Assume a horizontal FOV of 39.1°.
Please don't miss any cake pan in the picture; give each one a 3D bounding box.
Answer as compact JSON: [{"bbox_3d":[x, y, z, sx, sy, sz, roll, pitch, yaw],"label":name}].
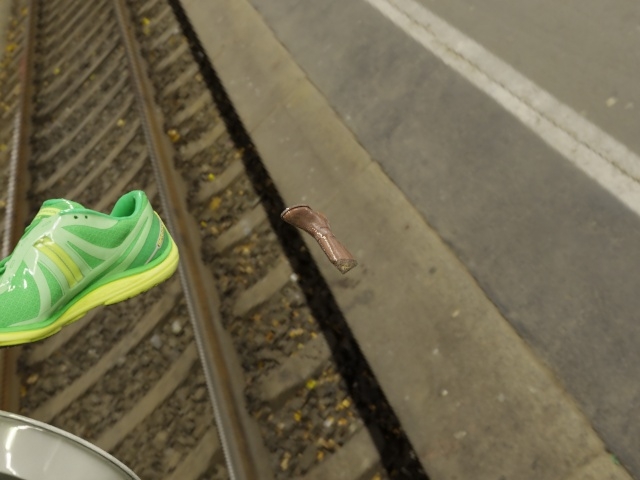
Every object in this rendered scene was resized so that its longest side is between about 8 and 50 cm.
[{"bbox_3d":[-0.327,0.271,0.959,0.293,0.293,0.054,-23,38,36],"label":"cake pan"}]

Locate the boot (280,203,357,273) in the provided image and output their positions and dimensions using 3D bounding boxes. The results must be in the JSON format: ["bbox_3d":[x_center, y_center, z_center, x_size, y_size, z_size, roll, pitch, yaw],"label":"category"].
[{"bbox_3d":[0.000,0.000,1.377,0.037,0.106,0.114,-47,57,27],"label":"boot"}]

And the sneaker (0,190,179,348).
[{"bbox_3d":[-0.274,0.026,0.897,0.110,0.123,0.296,-9,12,39],"label":"sneaker"}]
